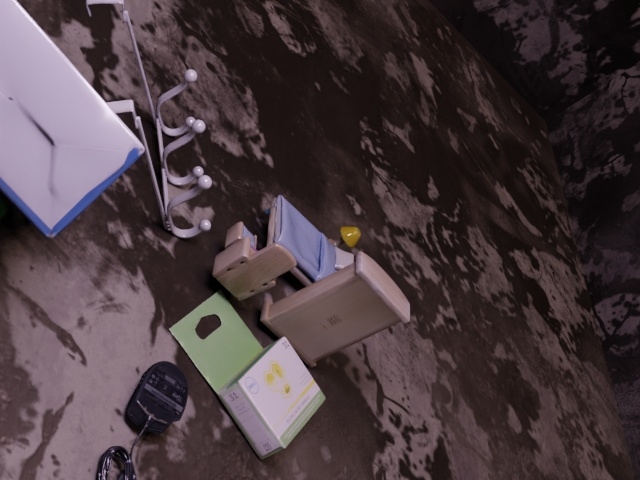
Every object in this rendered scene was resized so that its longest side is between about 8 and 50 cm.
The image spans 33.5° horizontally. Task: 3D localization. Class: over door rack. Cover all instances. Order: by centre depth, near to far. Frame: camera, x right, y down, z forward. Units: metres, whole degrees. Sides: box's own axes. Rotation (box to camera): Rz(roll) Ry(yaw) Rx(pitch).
[{"bbox_3d":[-0.238,-0.185,1.595,0.324,0.108,0.239,66,10,-55],"label":"over door rack"}]

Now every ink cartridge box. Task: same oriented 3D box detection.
[{"bbox_3d":[-0.366,-0.158,1.266,0.270,0.151,0.395,50,-8,-14],"label":"ink cartridge box"},{"bbox_3d":[-0.104,0.188,1.598,0.235,0.056,0.171,57,28,-4],"label":"ink cartridge box"}]

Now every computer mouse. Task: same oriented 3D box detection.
[{"bbox_3d":[-0.232,0.248,1.360,0.071,0.041,0.242,39,39,-13],"label":"computer mouse"}]

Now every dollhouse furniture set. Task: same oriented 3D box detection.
[{"bbox_3d":[0.000,0.000,1.771,0.286,0.198,0.303,46,28,-31],"label":"dollhouse furniture set"}]

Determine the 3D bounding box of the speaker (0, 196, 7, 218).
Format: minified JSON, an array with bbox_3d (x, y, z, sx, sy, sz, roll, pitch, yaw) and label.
[{"bbox_3d":[-0.498,-0.106,1.201,0.296,0.131,0.131,49,29,-16],"label":"speaker"}]
